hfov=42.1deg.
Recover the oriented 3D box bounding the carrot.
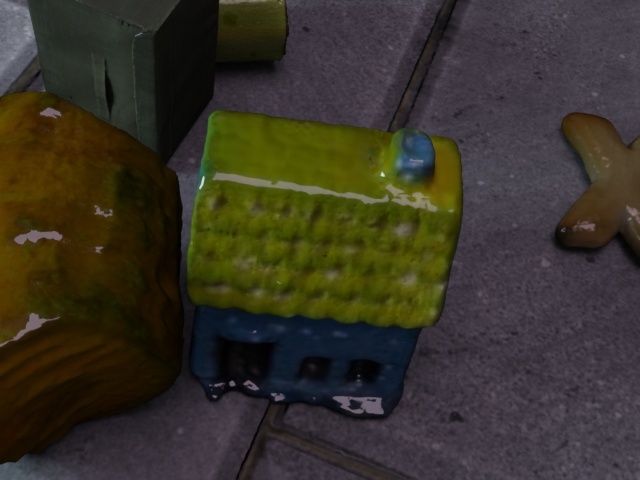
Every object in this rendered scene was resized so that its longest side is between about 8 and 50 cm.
[{"bbox_3d":[-0.242,0.062,0.742,0.241,0.241,0.341,3,57,-7],"label":"carrot"}]

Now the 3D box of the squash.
[{"bbox_3d":[-0.139,-0.285,1.048,0.186,0.123,0.123,-2,59,-11],"label":"squash"}]

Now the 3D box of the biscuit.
[{"bbox_3d":[0.378,-0.066,1.038,0.164,0.047,0.208,15,57,-1],"label":"biscuit"}]

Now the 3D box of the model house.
[{"bbox_3d":[0.000,0.000,0.796,0.237,0.303,0.216,7,51,-4],"label":"model house"}]

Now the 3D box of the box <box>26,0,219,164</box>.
[{"bbox_3d":[-0.211,-0.216,0.925,0.148,0.231,0.155,24,59,6],"label":"box"}]
